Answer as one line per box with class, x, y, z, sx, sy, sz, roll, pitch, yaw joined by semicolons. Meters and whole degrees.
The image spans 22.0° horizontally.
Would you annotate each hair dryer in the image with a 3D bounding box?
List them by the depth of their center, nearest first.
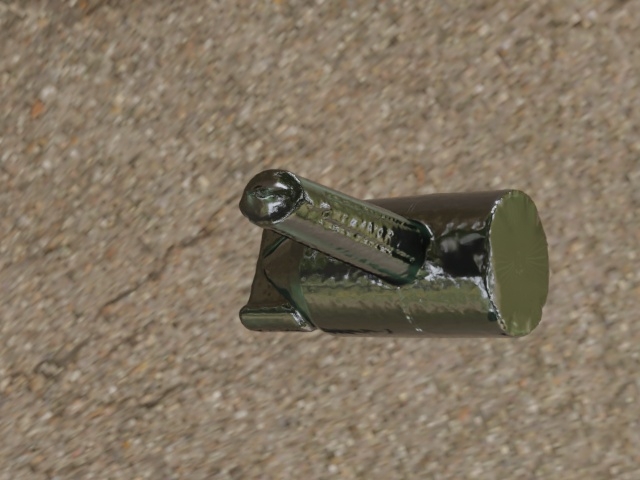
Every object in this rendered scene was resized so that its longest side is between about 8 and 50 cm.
hair dryer;0.000;0.000;1.233;0.302;0.244;0.116;25;66;-55
